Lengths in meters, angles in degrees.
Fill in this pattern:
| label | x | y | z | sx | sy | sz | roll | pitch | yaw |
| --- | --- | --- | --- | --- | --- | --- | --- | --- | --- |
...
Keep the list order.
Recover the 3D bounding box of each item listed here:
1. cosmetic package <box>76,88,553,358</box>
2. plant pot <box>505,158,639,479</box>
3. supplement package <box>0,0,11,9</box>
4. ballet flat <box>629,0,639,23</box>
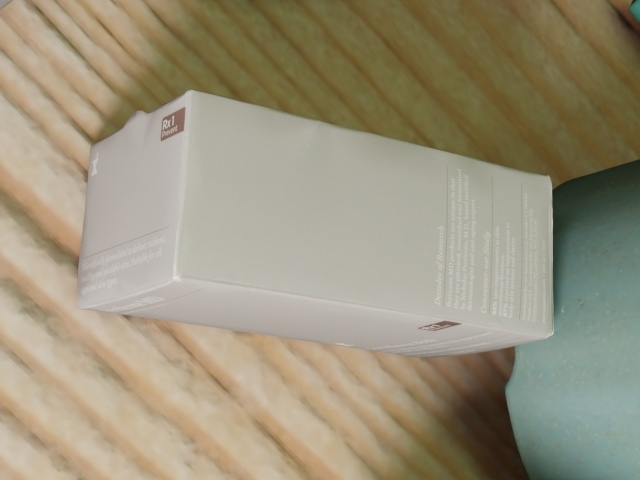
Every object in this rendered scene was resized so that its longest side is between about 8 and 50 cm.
| label | x | y | z | sx | sy | sz | roll | pitch | yaw |
| --- | --- | --- | --- | --- | --- | --- | --- | --- | --- |
| cosmetic package | 0.000 | 0.000 | 0.698 | 0.238 | 0.127 | 0.107 | 7 | 77 | -30 |
| plant pot | 0.309 | 0.060 | 0.728 | 0.341 | 0.334 | 0.341 | 13 | 72 | -47 |
| supplement package | -0.176 | -0.157 | 0.579 | 0.105 | 0.105 | 0.179 | 55 | 18 | -11 |
| ballet flat | 0.336 | -0.130 | 0.972 | 0.247 | 0.083 | 0.087 | 6 | 91 | -30 |
